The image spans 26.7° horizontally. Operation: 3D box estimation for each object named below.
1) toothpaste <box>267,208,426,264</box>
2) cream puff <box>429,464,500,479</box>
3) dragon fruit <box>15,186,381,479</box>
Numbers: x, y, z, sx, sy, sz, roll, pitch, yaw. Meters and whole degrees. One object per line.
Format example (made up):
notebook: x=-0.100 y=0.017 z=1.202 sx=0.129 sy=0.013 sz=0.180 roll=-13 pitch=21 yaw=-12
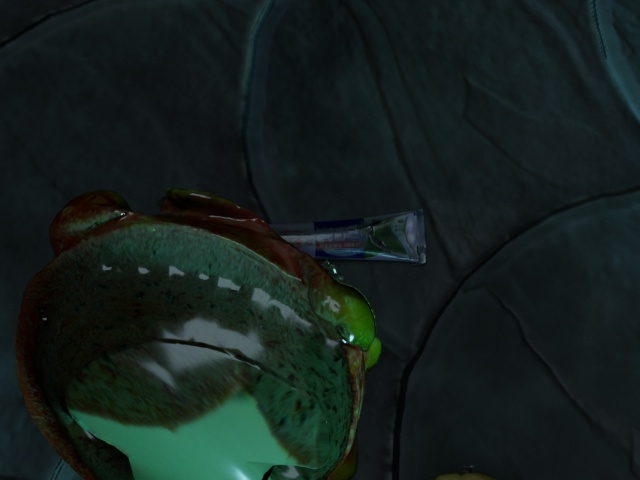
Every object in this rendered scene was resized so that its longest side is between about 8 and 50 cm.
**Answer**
toothpaste: x=0.000 y=0.000 z=1.072 sx=0.169 sy=0.028 sz=0.045 roll=-2 pitch=81 yaw=-5
cream puff: x=0.098 y=0.254 z=0.953 sx=0.189 sy=0.129 sz=0.189 roll=0 pitch=83 yaw=3
dragon fruit: x=-0.083 y=0.094 z=0.944 sx=0.295 sy=0.130 sz=0.268 roll=39 pitch=111 yaw=-13
